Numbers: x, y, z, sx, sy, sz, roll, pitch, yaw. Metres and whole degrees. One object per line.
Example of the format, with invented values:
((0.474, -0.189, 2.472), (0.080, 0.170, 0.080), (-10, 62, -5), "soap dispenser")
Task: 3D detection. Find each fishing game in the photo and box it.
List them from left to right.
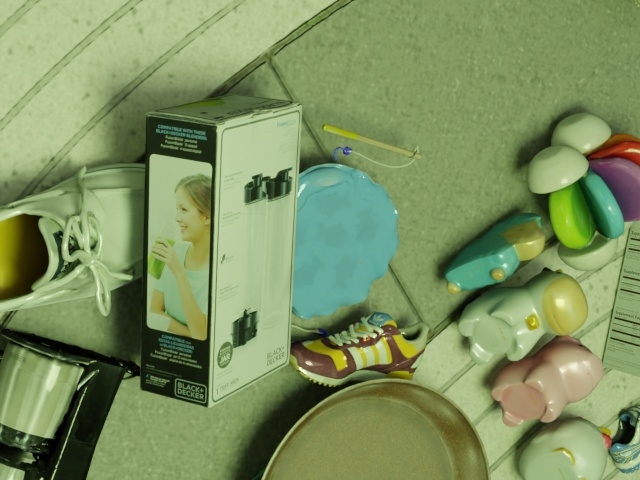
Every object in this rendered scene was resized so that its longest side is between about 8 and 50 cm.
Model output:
((0.000, 0.000, 1.591), (0.189, 0.041, 0.264), (10, 107, -31), "fishing game")

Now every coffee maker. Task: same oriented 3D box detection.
((-0.267, 0.195, 1.433), (0.171, 0.120, 0.178), (20, 88, -30), "coffee maker")

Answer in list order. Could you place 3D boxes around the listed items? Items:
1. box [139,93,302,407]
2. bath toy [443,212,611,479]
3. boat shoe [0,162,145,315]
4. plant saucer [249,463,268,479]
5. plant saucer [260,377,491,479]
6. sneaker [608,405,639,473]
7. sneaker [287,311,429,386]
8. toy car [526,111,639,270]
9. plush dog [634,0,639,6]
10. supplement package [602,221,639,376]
((-0.100, 0.004, 1.456), (0.169, 0.087, 0.290), (-25, 122, -58), "box")
((0.272, 0.147, 1.729), (0.129, 0.151, 0.348), (-50, 124, -54), "bath toy")
((-0.260, 0.007, 1.386), (0.367, 0.156, 0.136), (-12, 104, -30), "boat shoe")
((-0.047, 0.280, 1.626), (0.192, 0.018, 0.067), (-40, 114, -18), "plant saucer")
((0.053, 0.304, 1.613), (0.310, 0.050, 0.311), (-4, 98, -28), "plant saucer")
((0.424, 0.238, 1.864), (0.058, 0.052, 0.135), (46, 74, -22), "sneaker")
((0.041, 0.115, 1.605), (0.185, 0.069, 0.084), (7, 112, -41), "sneaker")
((0.342, -0.062, 1.709), (0.182, 0.136, 0.159), (-48, 121, -44), "toy car")
((0.476, -0.399, 1.754), (0.225, 0.211, 0.262), (19, 116, -44), "plush dog")
((0.496, 0.086, 1.824), (0.194, 0.149, 0.203), (11, 92, -30), "supplement package")
